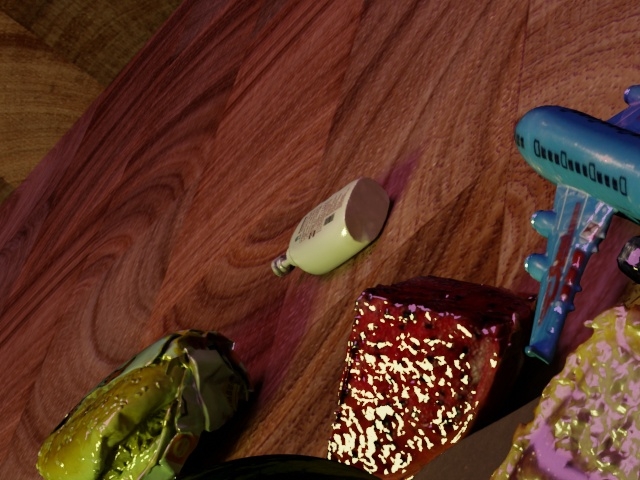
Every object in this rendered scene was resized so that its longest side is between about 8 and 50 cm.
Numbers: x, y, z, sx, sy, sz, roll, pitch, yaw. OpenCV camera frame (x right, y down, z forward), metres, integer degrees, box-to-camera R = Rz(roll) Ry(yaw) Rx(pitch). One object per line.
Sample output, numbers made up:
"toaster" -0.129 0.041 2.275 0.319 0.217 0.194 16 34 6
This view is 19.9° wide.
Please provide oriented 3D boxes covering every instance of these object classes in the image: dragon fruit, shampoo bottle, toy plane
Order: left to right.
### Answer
"shampoo bottle" 0.000 0.000 1.673 0.152 0.045 0.077 -33 28 47
"dragon fruit" 0.080 0.102 1.207 0.120 0.127 0.161 -3 -69 -57
"toy plane" 0.192 -0.038 1.111 0.254 0.105 0.271 -53 15 -1

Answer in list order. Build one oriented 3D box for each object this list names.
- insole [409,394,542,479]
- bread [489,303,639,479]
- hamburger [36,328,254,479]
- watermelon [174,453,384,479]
"insole" 0.105 0.151 1.089 0.328 0.007 0.111 -42 37 31
"bread" 0.165 0.131 0.738 0.222 0.096 0.181 33 96 51
"hamburger" -0.170 0.184 1.619 0.235 0.125 0.214 -47 0 -32
"watermelon" -0.018 0.236 0.887 0.269 0.269 0.269 -48 17 20
